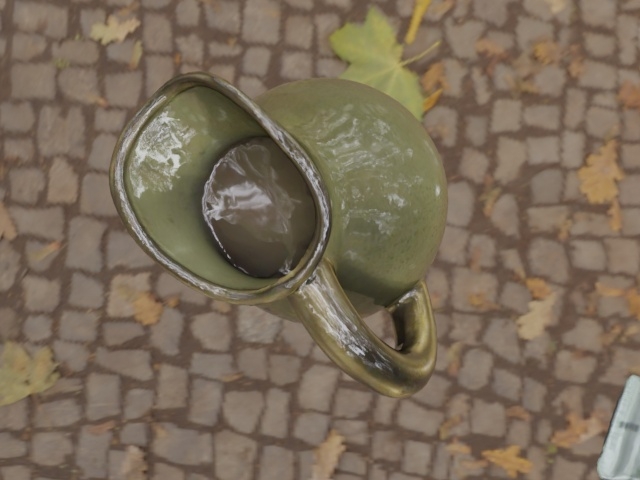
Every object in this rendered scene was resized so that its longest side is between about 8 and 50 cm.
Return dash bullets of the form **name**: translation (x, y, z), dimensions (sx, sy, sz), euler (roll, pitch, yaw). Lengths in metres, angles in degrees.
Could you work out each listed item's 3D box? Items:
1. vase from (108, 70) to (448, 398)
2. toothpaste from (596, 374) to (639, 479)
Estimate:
- **vase**: translation (0.000, 0.000, 1.193), dimensions (0.241, 0.302, 0.329), euler (-38, 76, 22)
- **toothpaste**: translation (0.435, 0.231, 1.124), dimensions (0.392, 0.061, 0.099), euler (21, 73, 4)
